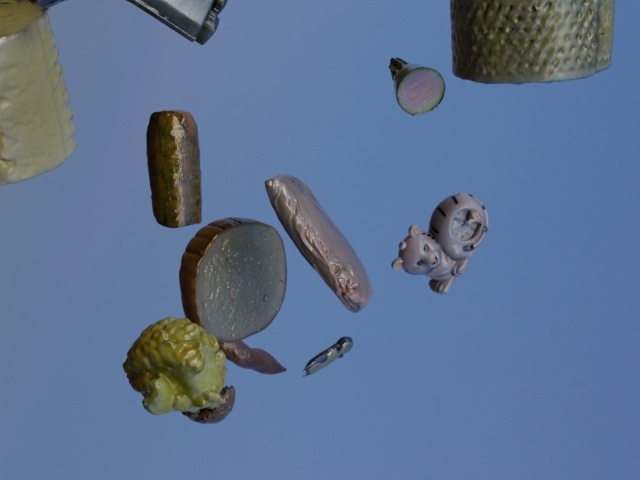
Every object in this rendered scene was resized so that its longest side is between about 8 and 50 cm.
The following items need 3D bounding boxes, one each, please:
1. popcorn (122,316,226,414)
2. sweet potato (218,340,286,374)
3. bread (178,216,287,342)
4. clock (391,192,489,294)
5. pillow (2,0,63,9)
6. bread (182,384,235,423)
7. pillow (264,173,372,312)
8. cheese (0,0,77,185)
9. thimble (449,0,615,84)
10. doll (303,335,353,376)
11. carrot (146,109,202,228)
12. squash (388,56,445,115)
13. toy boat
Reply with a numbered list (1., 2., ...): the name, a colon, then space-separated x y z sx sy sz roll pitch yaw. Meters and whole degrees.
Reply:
1. popcorn: -0.228 0.209 1.577 0.142 0.174 0.173 -49 159 -79
2. sweet potato: -0.157 0.262 2.168 0.051 0.218 0.065 -42 -143 24
3. bread: -0.158 0.071 1.754 0.070 0.236 0.236 13 -91 46
4. clock: 0.202 -0.007 1.638 0.176 0.117 0.080 -59 -152 4
5. pillow: -0.386 -0.402 1.191 0.101 0.228 0.326 80 -7 -55
6. bread: -0.206 0.276 1.672 0.060 0.113 0.082 -16 120 -76
7. pillow: 0.000 0.000 1.587 0.067 0.270 0.173 -33 -172 10
8. cheese: -0.320 -0.152 0.999 0.123 0.094 0.167 -49 145 -44
9. thimble: 0.337 -0.348 1.550 0.271 0.271 0.150 -135 -143 -65
10. doll: 0.014 0.222 1.847 0.027 0.125 0.037 39 -32 31
11. carrot: -0.217 -0.107 1.437 0.082 0.082 0.173 -166 -106 -68
12. squash: 0.182 -0.325 1.977 0.105 0.105 0.132 -66 -153 21
13. toy boat: -0.290 -0.428 1.483 0.092 0.320 0.141 -36 -148 46
